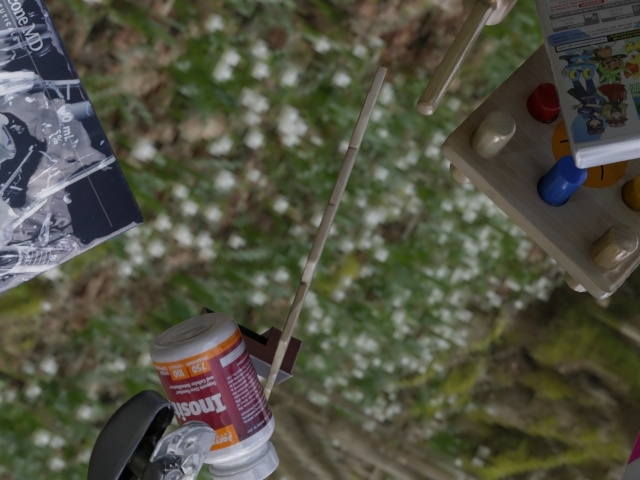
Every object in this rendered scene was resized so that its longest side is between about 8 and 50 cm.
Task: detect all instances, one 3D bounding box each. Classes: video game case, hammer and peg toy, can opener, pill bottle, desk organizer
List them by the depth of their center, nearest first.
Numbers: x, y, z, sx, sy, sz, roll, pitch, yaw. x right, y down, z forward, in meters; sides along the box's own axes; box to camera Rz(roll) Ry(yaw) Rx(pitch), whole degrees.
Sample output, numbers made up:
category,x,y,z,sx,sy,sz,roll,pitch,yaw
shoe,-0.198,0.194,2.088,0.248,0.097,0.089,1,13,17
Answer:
category,x,y,z,sx,sy,sz,roll,pitch,yaw
can opener,-0.179,0.260,1.372,0.076,0.095,0.283,-2,124,-56
pill bottle,-0.094,0.150,1.466,0.086,0.152,0.086,-20,-165,5
video game case,0.405,-0.225,1.682,0.036,0.329,0.300,73,8,-51
hammer and peg toy,0.258,-0.128,1.808,0.266,0.361,0.127,-45,176,-28
desk organizer,-0.092,0.125,1.971,0.047,0.130,0.050,-36,-150,58

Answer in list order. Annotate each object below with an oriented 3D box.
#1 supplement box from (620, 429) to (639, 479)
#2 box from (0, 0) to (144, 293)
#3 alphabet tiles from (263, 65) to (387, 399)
category,x,y,z,sx,sy,sz,roll,pitch,yaw
supplement box,0.466,0.306,1.870,0.114,0.220,0.111,-4,-126,52
box,-0.376,-0.112,1.435,0.312,0.343,0.179,-28,-137,-8
alphabet tiles,0.000,0.000,1.523,0.342,0.011,0.285,109,1,-70
